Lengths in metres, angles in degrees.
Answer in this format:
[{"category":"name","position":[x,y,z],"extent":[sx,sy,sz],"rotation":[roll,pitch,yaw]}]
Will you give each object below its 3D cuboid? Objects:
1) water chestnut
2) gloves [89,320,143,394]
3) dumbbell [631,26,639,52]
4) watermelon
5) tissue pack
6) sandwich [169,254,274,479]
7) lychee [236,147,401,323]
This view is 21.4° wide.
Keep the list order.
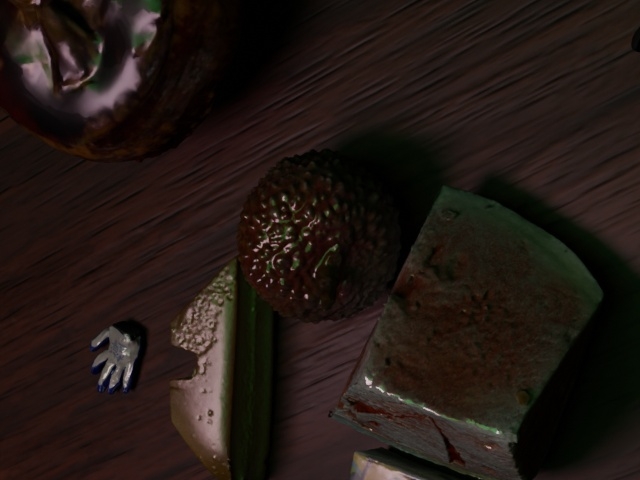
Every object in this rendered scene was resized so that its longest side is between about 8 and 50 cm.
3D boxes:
[{"category":"water chestnut","position":[-0.227,-0.252,1.666],"extent":[0.350,0.302,0.350],"rotation":[5,99,31]},{"category":"gloves","position":[-0.225,0.127,1.844],"extent":[0.064,0.026,0.086],"rotation":[27,110,29]},{"category":"dumbbell","position":[0.316,-0.167,1.475],"extent":[0.069,0.069,0.147],"rotation":[-42,71,26]},{"category":"watermelon","position":[0.120,0.096,1.532],"extent":[0.213,0.201,0.261],"rotation":[24,100,20]},{"category":"tissue pack","position":[0.076,0.287,1.647],"extent":[0.109,0.060,0.148],"rotation":[18,103,30]},{"category":"sandwich","position":[-0.104,0.132,1.732],"extent":[0.088,0.090,0.244],"rotation":[6,95,28]},{"category":"lychee","position":[0.000,0.000,1.617],"extent":[0.165,0.165,0.197],"rotation":[-62,22,18]}]
